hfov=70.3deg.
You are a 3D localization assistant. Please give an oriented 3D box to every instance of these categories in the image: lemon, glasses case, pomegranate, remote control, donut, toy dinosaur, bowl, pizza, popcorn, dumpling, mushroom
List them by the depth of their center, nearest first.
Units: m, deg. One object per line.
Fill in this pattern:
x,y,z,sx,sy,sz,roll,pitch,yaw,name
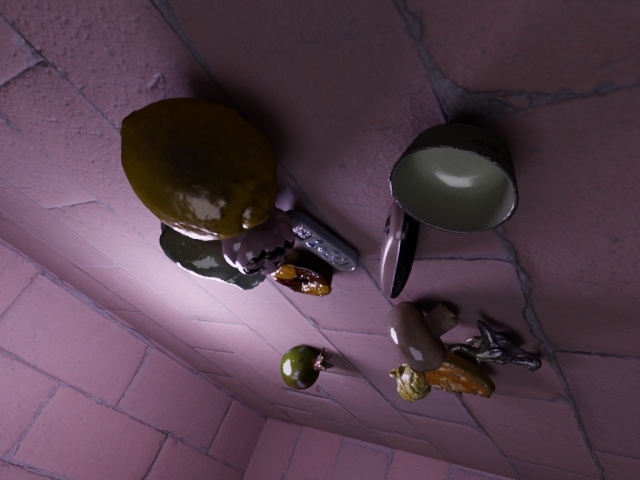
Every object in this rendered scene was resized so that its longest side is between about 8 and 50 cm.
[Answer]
0.231,-0.117,0.774,0.211,0.112,0.212,16,147,11,bowl
-0.239,-0.144,0.909,0.316,0.285,0.285,29,158,38,lemon
0.173,0.021,1.010,0.075,0.122,0.314,11,148,11,glasses case
0.000,0.000,1.168,0.244,0.047,0.087,36,150,-21,remote control
-0.294,0.005,1.216,0.320,0.212,0.270,17,147,-13,dumpling
0.290,0.250,1.254,0.204,0.204,0.204,17,148,11,mushroom
0.495,0.307,1.285,0.294,0.077,0.162,24,148,-30,toy dinosaur
-0.049,0.093,1.315,0.183,0.073,0.166,5,144,26,donut
0.429,0.436,1.510,0.289,0.082,0.229,27,142,-5,pizza
0.332,0.511,1.641,0.162,0.136,0.141,24,156,-5,popcorn
-0.057,0.522,1.892,0.224,0.182,0.181,-18,132,28,pomegranate

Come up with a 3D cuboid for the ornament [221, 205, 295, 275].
-0.149,-0.001,1.070,0.177,0.178,0.178,17,148,11,ornament
